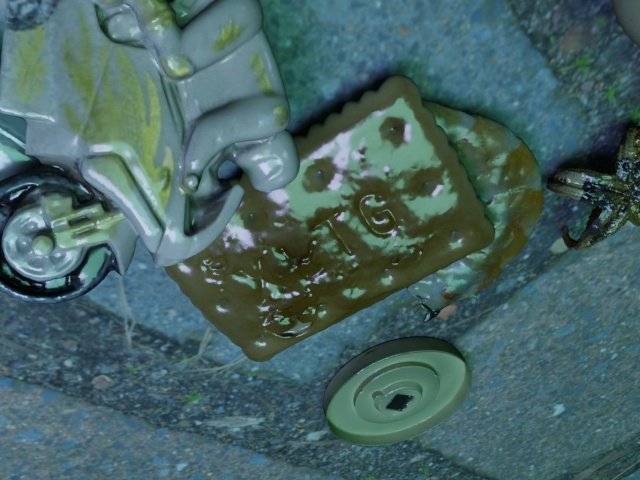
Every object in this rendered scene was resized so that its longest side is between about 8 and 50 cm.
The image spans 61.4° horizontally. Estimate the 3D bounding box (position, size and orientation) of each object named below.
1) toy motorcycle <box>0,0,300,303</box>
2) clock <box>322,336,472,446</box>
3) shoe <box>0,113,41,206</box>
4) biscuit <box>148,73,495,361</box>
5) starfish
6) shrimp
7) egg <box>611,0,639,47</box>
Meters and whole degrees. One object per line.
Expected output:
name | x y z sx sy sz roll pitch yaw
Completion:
toy motorcycle | -0.111 -0.112 0.391 0.222 0.108 0.341 9 97 -22
clock | 0.118 0.239 0.821 0.234 0.029 0.235 -7 128 -9
shoe | -0.255 -0.064 0.438 0.251 0.103 0.100 42 83 -30
biscuit | 0.000 0.000 0.561 0.324 0.044 0.217 -29 119 14
starfish | 0.365 -0.067 0.631 0.189 0.074 0.146 -35 121 10
shrimp | 0.153 -0.042 0.592 0.185 0.068 0.287 -25 128 6
egg | 0.346 -0.245 0.414 0.241 0.186 0.186 -38 127 7
